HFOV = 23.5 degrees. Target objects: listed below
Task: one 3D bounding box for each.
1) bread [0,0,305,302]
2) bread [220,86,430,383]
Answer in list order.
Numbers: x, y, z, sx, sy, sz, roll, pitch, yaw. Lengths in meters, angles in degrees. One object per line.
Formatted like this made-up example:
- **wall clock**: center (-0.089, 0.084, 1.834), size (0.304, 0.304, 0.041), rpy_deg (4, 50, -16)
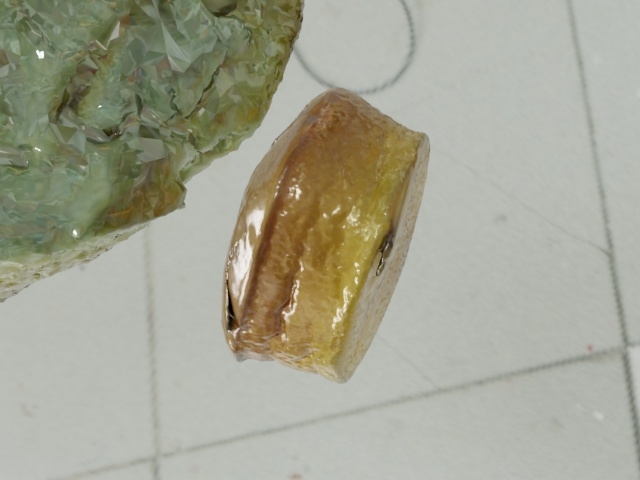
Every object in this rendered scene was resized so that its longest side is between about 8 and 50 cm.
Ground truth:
- **bread**: center (-0.111, -0.097, 0.602), size (0.124, 0.186, 0.257), rpy_deg (-13, 33, 52)
- **bread**: center (0.000, 0.000, 1.305), size (0.143, 0.269, 0.195), rpy_deg (20, 44, 9)
